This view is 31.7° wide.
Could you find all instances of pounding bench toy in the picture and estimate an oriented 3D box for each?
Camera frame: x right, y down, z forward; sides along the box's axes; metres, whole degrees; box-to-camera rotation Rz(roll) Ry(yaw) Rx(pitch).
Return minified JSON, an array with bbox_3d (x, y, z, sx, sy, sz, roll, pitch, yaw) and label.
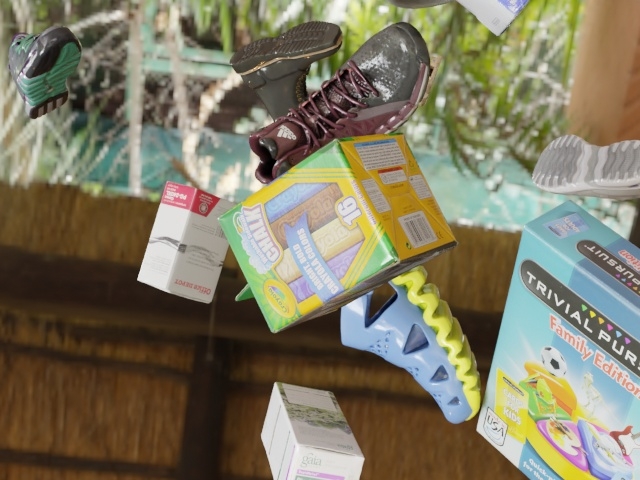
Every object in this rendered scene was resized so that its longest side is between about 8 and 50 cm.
[{"bbox_3d":[0.133,-0.238,1.652,0.065,0.052,0.083,19,-133,3],"label":"pounding bench toy"}]

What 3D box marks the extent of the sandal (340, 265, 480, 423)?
[{"bbox_3d":[0.081,0.089,1.369,0.138,0.317,0.126,-34,174,6],"label":"sandal"}]

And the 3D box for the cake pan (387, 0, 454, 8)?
[{"bbox_3d":[0.202,-0.383,1.377,0.293,0.054,0.293,-23,170,-4],"label":"cake pan"}]

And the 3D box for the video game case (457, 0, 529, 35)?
[{"bbox_3d":[0.137,-0.350,0.927,0.244,0.269,0.061,38,172,0],"label":"video game case"}]

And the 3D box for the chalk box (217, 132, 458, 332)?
[{"bbox_3d":[0.000,0.000,1.122,0.213,0.132,0.132,-30,172,32],"label":"chalk box"}]

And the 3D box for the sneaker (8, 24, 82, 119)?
[{"bbox_3d":[-0.370,-0.236,1.446,0.083,0.098,0.224,-31,176,-26],"label":"sneaker"}]

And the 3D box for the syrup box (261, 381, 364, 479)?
[{"bbox_3d":[-0.016,0.287,1.570,0.093,0.096,0.237,12,-168,-13],"label":"syrup box"}]

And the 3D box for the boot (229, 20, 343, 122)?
[{"bbox_3d":[-0.025,-0.253,1.729,0.198,0.137,0.077,-5,-138,39],"label":"boot"}]

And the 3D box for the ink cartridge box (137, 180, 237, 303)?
[{"bbox_3d":[-0.187,0.004,1.611,0.063,0.150,0.109,15,175,33],"label":"ink cartridge box"}]

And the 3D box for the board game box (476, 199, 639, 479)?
[{"bbox_3d":[0.305,0.163,1.222,0.079,0.336,0.254,-26,-131,-30],"label":"board game box"}]

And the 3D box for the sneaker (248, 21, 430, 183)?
[{"bbox_3d":[0.010,-0.149,1.388,0.162,0.281,0.106,-19,-113,-45],"label":"sneaker"}]

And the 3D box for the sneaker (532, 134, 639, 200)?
[{"bbox_3d":[0.461,-0.101,1.850,0.115,0.105,0.281,30,173,-29],"label":"sneaker"}]
